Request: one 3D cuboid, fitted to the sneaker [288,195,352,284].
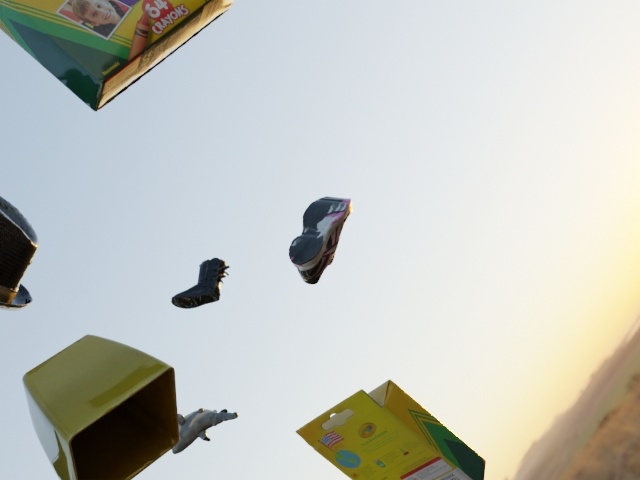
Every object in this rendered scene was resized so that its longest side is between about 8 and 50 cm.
[{"bbox_3d":[0.000,0.000,1.549,0.178,0.072,0.077,-55,-34,-38],"label":"sneaker"}]

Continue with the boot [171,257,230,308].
[{"bbox_3d":[-0.253,0.089,1.990,0.045,0.121,0.099,56,-150,-44],"label":"boot"}]

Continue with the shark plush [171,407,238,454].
[{"bbox_3d":[-0.228,0.373,1.870,0.161,0.067,0.073,-16,-32,12],"label":"shark plush"}]

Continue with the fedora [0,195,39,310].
[{"bbox_3d":[-0.663,-0.016,1.810,0.152,0.334,0.334,-51,-18,1],"label":"fedora"}]

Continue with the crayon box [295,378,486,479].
[{"bbox_3d":[0.136,0.397,1.807,0.202,0.318,0.081,-38,18,34],"label":"crayon box"}]

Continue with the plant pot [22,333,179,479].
[{"bbox_3d":[-0.384,0.286,1.595,0.212,0.187,0.212,-34,-35,-35],"label":"plant pot"}]

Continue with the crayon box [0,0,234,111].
[{"bbox_3d":[-0.370,-0.444,1.625,0.363,0.313,0.106,-47,-3,-31],"label":"crayon box"}]
